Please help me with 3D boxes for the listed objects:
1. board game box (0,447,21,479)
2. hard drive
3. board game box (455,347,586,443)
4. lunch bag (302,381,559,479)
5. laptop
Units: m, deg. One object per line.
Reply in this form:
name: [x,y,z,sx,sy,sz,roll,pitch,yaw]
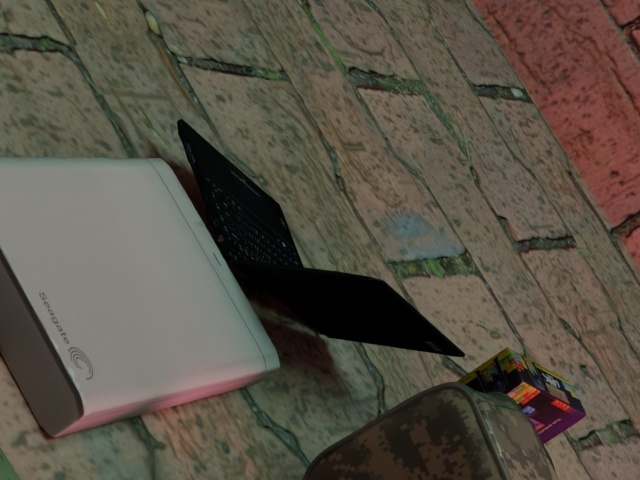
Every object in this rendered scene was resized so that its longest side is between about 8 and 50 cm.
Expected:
board game box: [-0.236,0.219,1.154,0.317,0.046,0.213,57,22,5]
hard drive: [-0.176,0.034,1.552,0.233,0.047,0.353,60,22,10]
board game box: [0.167,0.190,1.882,0.141,0.170,0.048,29,32,-48]
lunch bag: [0.155,0.302,1.635,0.256,0.212,0.305,19,42,-56]
laptop: [0.000,0.000,1.805,0.234,0.136,0.264,42,22,-58]
